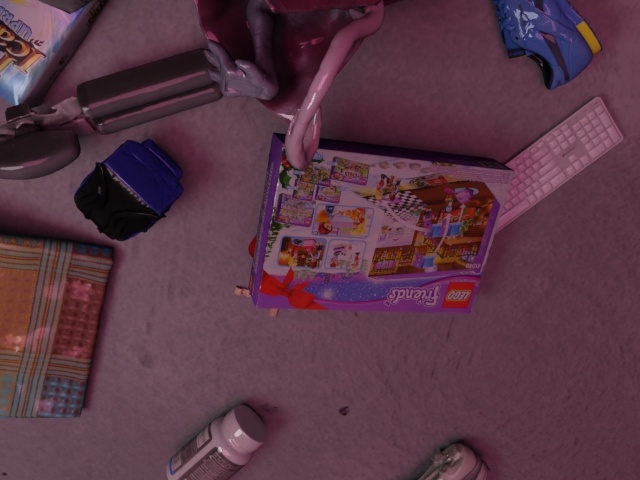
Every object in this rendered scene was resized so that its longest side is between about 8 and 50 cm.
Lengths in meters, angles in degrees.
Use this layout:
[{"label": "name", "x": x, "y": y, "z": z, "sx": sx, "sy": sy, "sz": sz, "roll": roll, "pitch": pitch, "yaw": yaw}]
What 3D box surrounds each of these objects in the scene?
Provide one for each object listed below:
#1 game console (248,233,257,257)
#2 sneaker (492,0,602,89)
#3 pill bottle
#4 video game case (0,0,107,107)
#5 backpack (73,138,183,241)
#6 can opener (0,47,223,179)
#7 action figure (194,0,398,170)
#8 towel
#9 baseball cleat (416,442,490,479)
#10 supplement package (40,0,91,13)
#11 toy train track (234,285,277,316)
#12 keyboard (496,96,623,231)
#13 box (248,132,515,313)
[{"label": "game console", "x": 0.000, "y": 0.000, "z": 0.819, "sx": 0.124, "sy": 0.085, "sz": 0.144, "roll": 25, "pitch": 108, "yaw": -41}, {"label": "sneaker", "x": 0.234, "y": -0.267, "z": 0.715, "sx": 0.082, "sy": 0.069, "sz": 0.209, "roll": -42, "pitch": 104, "yaw": 14}, {"label": "pill bottle", "x": -0.146, "y": 0.302, "z": 0.874, "sx": 0.137, "sy": 0.078, "sz": 0.078, "roll": -42, "pitch": 104, "yaw": 11}, {"label": "video game case", "x": -0.377, "y": -0.326, "z": 0.682, "sx": 0.269, "sy": 0.061, "sz": 0.244, "roll": 37, "pitch": 104, "yaw": -12}, {"label": "backpack", "x": -0.231, "y": -0.058, "z": 0.751, "sx": 0.120, "sy": 0.101, "sz": 0.098, "roll": -30, "pitch": 106, "yaw": 41}, {"label": "can opener", "x": -0.248, "y": -0.143, "z": 0.720, "sx": 0.280, "sy": 0.074, "sz": 0.093, "roll": -21, "pitch": 74, "yaw": -3}, {"label": "action figure", "x": 0.056, "y": -0.283, "z": 0.586, "sx": 0.370, "sy": 0.248, "sz": 0.276, "roll": -28, "pitch": 71, "yaw": -28}, {"label": "towel", "x": -0.470, "y": 0.108, "z": 0.761, "sx": 0.370, "sy": 0.040, "sz": 0.271, "roll": 8, "pitch": 109, "yaw": -26}, {"label": "baseball cleat", "x": 0.166, "y": 0.394, "z": 0.917, "sx": 0.206, "sy": 0.072, "sz": 0.109, "roll": -43, "pitch": 110, "yaw": 14}, {"label": "supplement package", "x": -0.230, "y": -0.358, "z": 0.570, "sx": 0.203, "sy": 0.149, "sz": 0.194, "roll": -32, "pitch": 103, "yaw": 2}, {"label": "toy train track", "x": -0.077, "y": 0.080, "z": 0.841, "sx": 0.083, "sy": 0.014, "sz": 0.048, "roll": 17, "pitch": 106, "yaw": -6}, {"label": "keyboard", "x": 0.270, "y": -0.080, "z": 0.802, "sx": 0.256, "sy": 0.014, "sz": 0.072, "roll": -37, "pitch": 105, "yaw": 10}, {"label": "box", "x": 0.071, "y": -0.013, "z": 0.746, "sx": 0.293, "sy": 0.057, "sz": 0.201, "roll": 4, "pitch": 113, "yaw": -19}]
